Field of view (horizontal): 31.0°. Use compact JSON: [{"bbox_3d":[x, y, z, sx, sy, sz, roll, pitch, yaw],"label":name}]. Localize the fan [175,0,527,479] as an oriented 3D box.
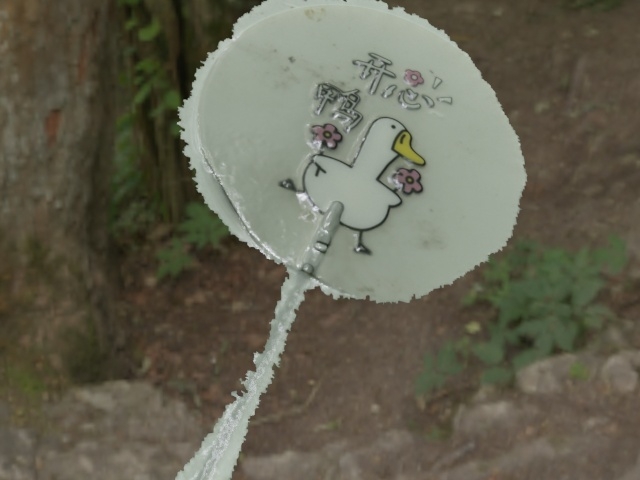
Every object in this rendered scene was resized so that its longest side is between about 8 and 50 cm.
[{"bbox_3d":[0.000,0.000,0.708,0.233,0.012,0.414,23,58,-2],"label":"fan"}]
